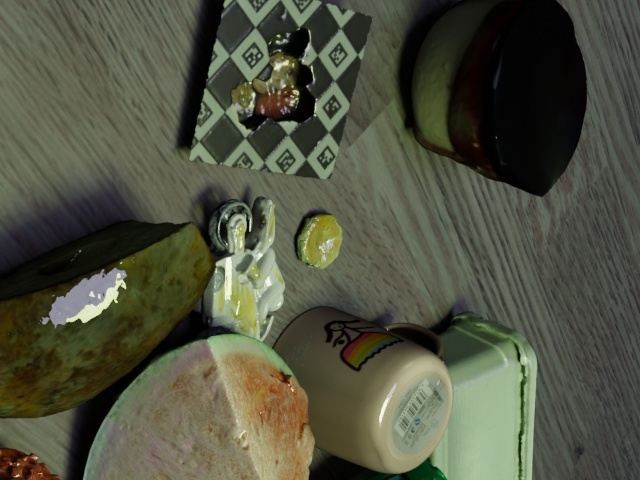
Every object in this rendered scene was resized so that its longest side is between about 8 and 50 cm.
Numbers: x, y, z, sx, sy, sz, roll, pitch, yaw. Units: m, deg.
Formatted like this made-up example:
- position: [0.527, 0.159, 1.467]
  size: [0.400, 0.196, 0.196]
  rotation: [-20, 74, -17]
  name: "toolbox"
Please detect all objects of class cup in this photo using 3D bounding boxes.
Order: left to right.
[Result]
- position: [0.080, 0.195, 1.469]
  size: [0.253, 0.200, 0.191]
  rotation: [-29, 122, -37]
  name: "cup"

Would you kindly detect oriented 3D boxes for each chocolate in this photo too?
- position: [0.239, -0.209, 1.516]
  size: [0.284, 0.186, 0.283]
  rotation: [-9, 101, -50]
  name: "chocolate"

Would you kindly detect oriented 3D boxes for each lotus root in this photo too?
- position: [-0.247, 0.089, 1.143]
  size: [0.314, 0.142, 0.210]
  rotation: [-39, 129, -29]
  name: "lotus root"

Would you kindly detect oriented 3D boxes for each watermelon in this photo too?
- position: [-0.132, 0.282, 1.294]
  size: [0.319, 0.292, 0.222]
  rotation: [61, 26, 0]
  name: "watermelon"

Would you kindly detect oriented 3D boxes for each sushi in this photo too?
- position: [-0.058, -0.196, 1.315]
  size: [0.231, 0.047, 0.219]
  rotation: [5, 104, -42]
  name: "sushi"

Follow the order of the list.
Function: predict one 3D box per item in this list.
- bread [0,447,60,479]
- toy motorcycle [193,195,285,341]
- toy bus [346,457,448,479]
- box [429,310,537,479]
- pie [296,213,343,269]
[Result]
- position: [-0.355, 0.324, 1.118]
  size: [0.224, 0.142, 0.211]
  rotation: [-34, 139, -35]
  name: "bread"
- position: [-0.098, 0.057, 1.335]
  size: [0.151, 0.074, 0.228]
  rotation: [-1, 102, -48]
  name: "toy motorcycle"
- position: [0.058, 0.448, 1.462]
  size: [0.344, 0.199, 0.183]
  rotation: [-27, 114, -14]
  name: "toy bus"
- position: [0.210, 0.289, 1.667]
  size: [0.183, 0.175, 0.311]
  rotation: [-16, 115, -33]
  name: "box"
- position: [0.000, 0.000, 1.456]
  size: [0.084, 0.020, 0.084]
  rotation: [-20, 118, -42]
  name: "pie"
